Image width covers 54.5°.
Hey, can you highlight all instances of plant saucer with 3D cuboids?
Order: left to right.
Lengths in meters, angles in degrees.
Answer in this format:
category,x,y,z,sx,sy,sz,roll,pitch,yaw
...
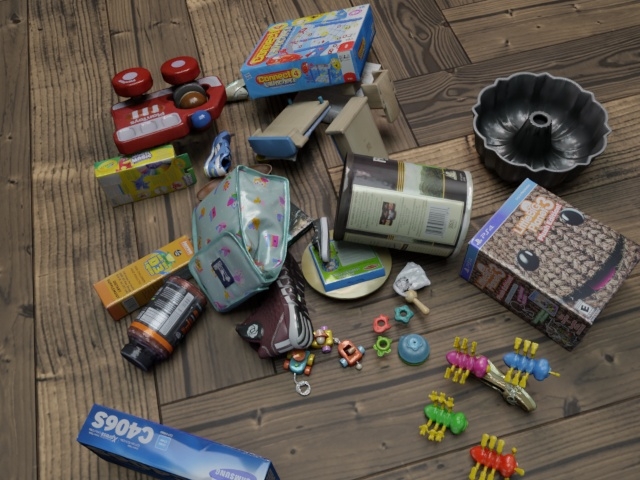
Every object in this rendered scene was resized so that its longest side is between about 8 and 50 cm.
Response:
category,x,y,z,sx,sy,sz,roll,pitch,yaw
plant saucer,-0.206,-0.130,1.516,0.199,0.036,0.198,-17,24,8

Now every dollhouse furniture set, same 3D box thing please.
category,x,y,z,sx,sy,sz,roll,pitch,yaw
dollhouse furniture set,0.018,-0.268,1.603,0.303,0.198,0.286,6,47,37

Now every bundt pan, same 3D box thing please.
category,x,y,z,sx,sy,sz,roll,pitch,yaw
bundt pan,0.534,-0.263,1.553,0.331,0.124,0.330,-2,59,3

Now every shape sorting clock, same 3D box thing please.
category,x,y,z,sx,sy,sz,roll,pitch,yaw
shape sorting clock,0.060,0.052,1.429,0.206,0.040,0.206,-3,45,3

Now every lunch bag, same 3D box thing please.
category,x,y,z,sx,sy,sz,roll,pitch,yaw
lunch bag,-0.174,0.007,1.344,0.160,0.223,0.262,14,60,-34

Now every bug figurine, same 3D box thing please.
category,x,y,z,sx,sy,sz,roll,pitch,yaw
bug figurine,0.320,0.312,1.201,0.216,0.072,0.279,20,85,27

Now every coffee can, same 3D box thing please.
category,x,y,z,sx,sy,sz,roll,pitch,yaw
coffee can,0.178,-0.078,1.390,0.275,0.201,0.201,9,58,-1

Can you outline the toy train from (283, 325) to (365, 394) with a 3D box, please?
category,x,y,z,sx,sy,sz,roll,pitch,yaw
toy train,0.005,0.243,1.308,0.166,0.046,0.125,-29,61,-15

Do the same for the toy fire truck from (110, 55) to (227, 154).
category,x,y,z,sx,sy,sz,roll,pitch,yaw
toy fire truck,-0.380,-0.327,1.578,0.302,0.169,0.254,-18,44,-12

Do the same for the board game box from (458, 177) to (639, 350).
category,x,y,z,sx,sy,sz,roll,pitch,yaw
board game box,0.494,0.047,1.348,0.291,0.141,0.232,36,66,22

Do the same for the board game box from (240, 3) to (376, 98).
category,x,y,z,sx,sy,sz,roll,pitch,yaw
board game box,-0.024,-0.510,1.668,0.302,0.086,0.308,-5,39,18

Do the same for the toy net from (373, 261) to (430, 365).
category,x,y,z,sx,sy,sz,roll,pitch,yaw
toy net,0.179,0.155,1.359,0.122,0.045,0.232,3,56,7

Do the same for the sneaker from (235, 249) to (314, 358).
category,x,y,z,sx,sy,sz,roll,pitch,yaw
sneaker,-0.118,0.136,1.355,0.162,0.106,0.281,-27,41,12

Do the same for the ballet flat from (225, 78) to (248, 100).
category,x,y,z,sx,sy,sz,roll,pitch,yaw
ballet flat,-0.204,-0.428,1.739,0.168,0.057,0.052,-35,72,-17

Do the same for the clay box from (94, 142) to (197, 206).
category,x,y,z,sx,sy,sz,roll,pitch,yaw
clay box,-0.428,-0.164,1.541,0.222,0.127,0.053,-16,59,-8

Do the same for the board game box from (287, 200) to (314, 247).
category,x,y,z,sx,sy,sz,roll,pitch,yaw
board game box,-0.123,-0.059,1.518,0.186,0.026,0.126,39,68,24

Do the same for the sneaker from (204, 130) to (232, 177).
category,x,y,z,sx,sy,sz,roll,pitch,yaw
sneaker,-0.251,-0.221,1.606,0.059,0.053,0.144,2,60,21

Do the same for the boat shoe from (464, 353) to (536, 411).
category,x,y,z,sx,sy,sz,roll,pitch,yaw
boat shoe,0.363,0.295,1.254,0.048,0.056,0.153,-43,63,-11

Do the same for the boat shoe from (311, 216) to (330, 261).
category,x,y,z,sx,sy,sz,roll,pitch,yaw
boat shoe,0.000,0.000,1.427,0.040,0.049,0.142,-9,39,6

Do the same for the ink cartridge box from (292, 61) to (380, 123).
category,x,y,z,sx,sy,sz,roll,pitch,yaw
ink cartridge box,0.048,-0.418,1.724,0.181,0.056,0.224,17,55,14

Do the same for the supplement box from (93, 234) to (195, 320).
category,x,y,z,sx,sy,sz,roll,pitch,yaw
supplement box,-0.386,0.083,1.413,0.233,0.080,0.078,-30,64,-18

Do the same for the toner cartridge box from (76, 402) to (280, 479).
category,x,y,z,sx,sy,sz,roll,pitch,yaw
toner cartridge box,-0.256,0.407,1.151,0.348,0.165,0.075,13,61,12

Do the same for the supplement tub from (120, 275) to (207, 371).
category,x,y,z,sx,sy,sz,roll,pitch,yaw
supplement tub,-0.339,0.180,1.334,0.106,0.106,0.198,25,63,18
